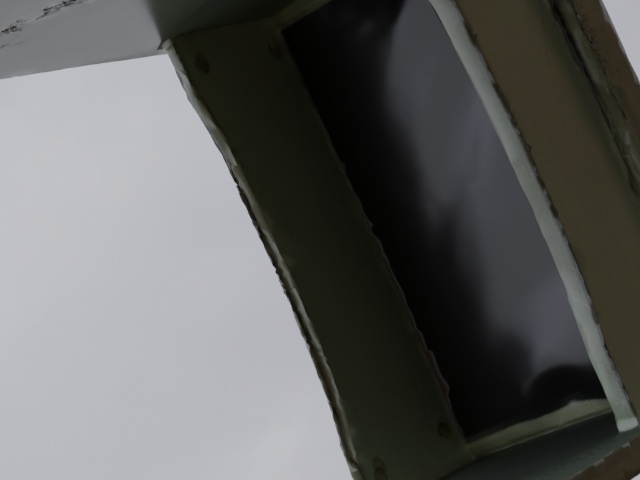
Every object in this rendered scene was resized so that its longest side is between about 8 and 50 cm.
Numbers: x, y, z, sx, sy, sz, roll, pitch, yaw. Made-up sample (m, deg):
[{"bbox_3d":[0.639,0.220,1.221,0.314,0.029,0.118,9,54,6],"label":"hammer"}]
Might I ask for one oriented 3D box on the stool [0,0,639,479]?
[{"bbox_3d":[0.000,0.000,0.552,0.270,0.170,0.243,-18,-98,-49],"label":"stool"}]
